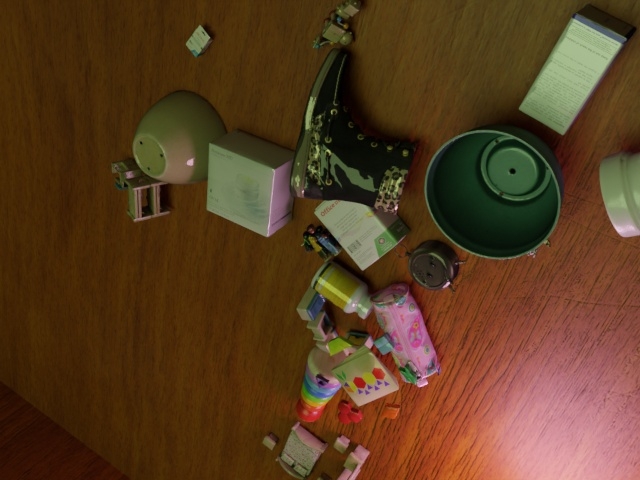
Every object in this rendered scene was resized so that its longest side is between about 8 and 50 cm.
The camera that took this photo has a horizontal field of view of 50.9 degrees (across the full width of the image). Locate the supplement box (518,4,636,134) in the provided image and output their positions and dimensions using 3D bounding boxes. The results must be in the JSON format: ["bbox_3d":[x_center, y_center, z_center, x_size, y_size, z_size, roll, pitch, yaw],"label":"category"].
[{"bbox_3d":[0.513,-0.342,1.353,0.114,0.111,0.220,34,129,15],"label":"supplement box"}]

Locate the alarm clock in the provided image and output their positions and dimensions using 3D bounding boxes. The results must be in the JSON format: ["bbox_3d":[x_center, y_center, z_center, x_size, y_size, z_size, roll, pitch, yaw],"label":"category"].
[{"bbox_3d":[0.278,0.061,1.778,0.192,0.064,0.129,27,128,24],"label":"alarm clock"}]

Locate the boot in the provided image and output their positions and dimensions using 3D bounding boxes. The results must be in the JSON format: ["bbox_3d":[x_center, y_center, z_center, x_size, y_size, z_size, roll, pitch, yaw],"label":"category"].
[{"bbox_3d":[0.097,-0.258,1.660,0.284,0.138,0.377,16,94,6],"label":"boot"}]

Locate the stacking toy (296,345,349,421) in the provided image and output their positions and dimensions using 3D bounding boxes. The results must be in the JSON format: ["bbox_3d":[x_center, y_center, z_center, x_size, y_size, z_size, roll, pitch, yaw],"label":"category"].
[{"bbox_3d":[-0.007,0.475,2.175,0.141,0.141,0.330,35,136,14],"label":"stacking toy"}]

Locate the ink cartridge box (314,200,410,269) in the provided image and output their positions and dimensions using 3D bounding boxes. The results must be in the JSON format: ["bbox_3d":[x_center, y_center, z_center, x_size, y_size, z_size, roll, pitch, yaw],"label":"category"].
[{"bbox_3d":[0.110,-0.053,1.806,0.212,0.093,0.154,49,131,0],"label":"ink cartridge box"}]

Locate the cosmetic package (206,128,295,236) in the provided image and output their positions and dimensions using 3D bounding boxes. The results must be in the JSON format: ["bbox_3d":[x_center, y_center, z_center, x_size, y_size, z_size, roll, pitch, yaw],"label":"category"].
[{"bbox_3d":[-0.196,-0.166,1.923,0.224,0.138,0.224,23,125,22],"label":"cosmetic package"}]

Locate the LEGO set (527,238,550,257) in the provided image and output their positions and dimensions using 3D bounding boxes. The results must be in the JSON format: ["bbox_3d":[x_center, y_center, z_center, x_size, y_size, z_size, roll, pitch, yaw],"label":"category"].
[{"bbox_3d":[0.508,0.015,1.616,0.054,0.023,0.083,49,132,2],"label":"LEGO set"}]

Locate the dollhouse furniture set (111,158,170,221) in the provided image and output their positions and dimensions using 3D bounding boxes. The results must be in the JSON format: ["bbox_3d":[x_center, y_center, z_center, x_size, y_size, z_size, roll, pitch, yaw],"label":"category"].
[{"bbox_3d":[-0.591,-0.173,2.220,0.184,0.129,0.129,42,137,40],"label":"dollhouse furniture set"}]

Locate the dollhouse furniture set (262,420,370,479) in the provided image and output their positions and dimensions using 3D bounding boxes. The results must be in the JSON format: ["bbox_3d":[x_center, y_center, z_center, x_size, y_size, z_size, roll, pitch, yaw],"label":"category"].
[{"bbox_3d":[-0.057,0.759,2.326,0.356,0.174,0.303,33,129,15],"label":"dollhouse furniture set"}]

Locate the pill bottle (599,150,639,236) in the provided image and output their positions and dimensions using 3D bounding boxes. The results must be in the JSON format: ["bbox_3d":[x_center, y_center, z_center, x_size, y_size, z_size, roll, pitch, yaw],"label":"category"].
[{"bbox_3d":[0.737,-0.123,1.256,0.363,0.210,0.210,-15,106,39],"label":"pill bottle"}]

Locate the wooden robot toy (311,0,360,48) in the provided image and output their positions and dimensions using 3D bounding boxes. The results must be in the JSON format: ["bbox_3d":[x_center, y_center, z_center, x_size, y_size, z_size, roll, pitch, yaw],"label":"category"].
[{"bbox_3d":[0.053,-0.510,1.622,0.079,0.076,0.173,25,137,-25],"label":"wooden robot toy"}]

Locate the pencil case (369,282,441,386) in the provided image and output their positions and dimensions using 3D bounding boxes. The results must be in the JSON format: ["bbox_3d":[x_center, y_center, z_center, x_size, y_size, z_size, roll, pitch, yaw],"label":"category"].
[{"bbox_3d":[0.237,0.261,1.875,0.124,0.124,0.284,-10,109,38],"label":"pencil case"}]

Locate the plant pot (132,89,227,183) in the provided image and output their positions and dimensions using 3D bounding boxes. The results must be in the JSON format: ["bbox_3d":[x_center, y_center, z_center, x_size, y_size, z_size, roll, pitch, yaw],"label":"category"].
[{"bbox_3d":[-0.441,-0.280,1.991,0.284,0.191,0.284,17,124,27],"label":"plant pot"}]

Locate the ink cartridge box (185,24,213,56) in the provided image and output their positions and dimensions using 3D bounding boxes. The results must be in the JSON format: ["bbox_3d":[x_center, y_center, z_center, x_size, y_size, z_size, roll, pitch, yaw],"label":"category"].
[{"bbox_3d":[-0.332,-0.556,1.867,0.048,0.028,0.083,52,132,-1],"label":"ink cartridge box"}]

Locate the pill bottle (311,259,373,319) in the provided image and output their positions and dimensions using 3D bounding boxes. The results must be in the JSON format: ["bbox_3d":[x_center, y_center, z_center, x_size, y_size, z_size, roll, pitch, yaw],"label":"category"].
[{"bbox_3d":[0.072,0.144,1.935,0.184,0.103,0.103,35,130,14],"label":"pill bottle"}]

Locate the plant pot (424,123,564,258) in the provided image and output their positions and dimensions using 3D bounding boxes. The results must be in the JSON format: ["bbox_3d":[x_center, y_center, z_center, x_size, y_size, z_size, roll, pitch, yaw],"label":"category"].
[{"bbox_3d":[0.403,-0.131,1.490,0.293,0.196,0.292,16,122,26],"label":"plant pot"}]

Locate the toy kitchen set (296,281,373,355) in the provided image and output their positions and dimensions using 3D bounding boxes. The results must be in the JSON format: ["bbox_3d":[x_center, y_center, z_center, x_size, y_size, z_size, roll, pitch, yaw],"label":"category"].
[{"bbox_3d":[0.057,0.235,2.014,0.166,0.122,0.207,4,137,32],"label":"toy kitchen set"}]

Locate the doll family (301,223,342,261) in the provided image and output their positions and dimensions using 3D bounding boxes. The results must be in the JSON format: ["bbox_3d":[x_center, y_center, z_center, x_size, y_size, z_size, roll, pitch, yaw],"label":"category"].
[{"bbox_3d":[0.000,0.000,1.884,0.111,0.076,0.193,47,154,-3],"label":"doll family"}]

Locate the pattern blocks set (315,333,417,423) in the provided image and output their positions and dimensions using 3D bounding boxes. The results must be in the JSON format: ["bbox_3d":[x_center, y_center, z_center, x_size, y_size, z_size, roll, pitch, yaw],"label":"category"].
[{"bbox_3d":[0.124,0.393,1.928,0.325,0.026,0.285,-24,100,37],"label":"pattern blocks set"}]
